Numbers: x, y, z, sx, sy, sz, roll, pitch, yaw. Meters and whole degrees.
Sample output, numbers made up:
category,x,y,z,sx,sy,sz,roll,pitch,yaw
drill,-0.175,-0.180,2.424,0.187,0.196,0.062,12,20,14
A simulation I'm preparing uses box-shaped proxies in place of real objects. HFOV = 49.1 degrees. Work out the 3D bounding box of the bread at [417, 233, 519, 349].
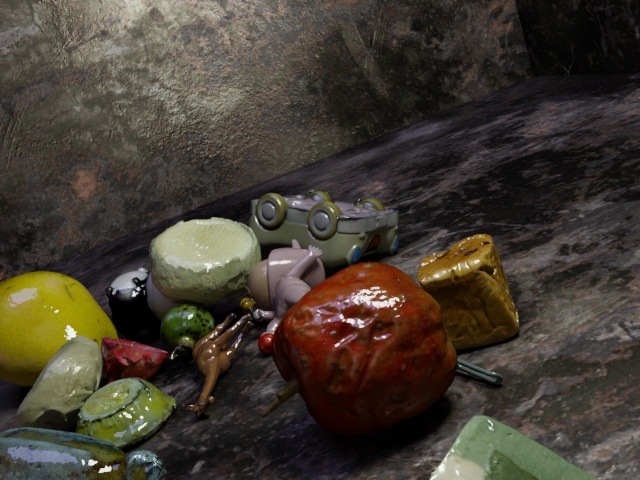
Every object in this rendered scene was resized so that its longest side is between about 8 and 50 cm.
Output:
category,x,y,z,sx,sy,sz,roll,pitch,yaw
bread,0.248,0.089,1.191,0.143,0.158,0.149,-20,17,14

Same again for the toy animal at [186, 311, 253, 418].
category,x,y,z,sx,sy,sz,roll,pitch,yaw
toy animal,-0.201,0.238,1.355,0.230,0.066,0.224,-50,20,-27

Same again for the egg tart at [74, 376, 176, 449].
category,x,y,z,sx,sy,sz,roll,pitch,yaw
egg tart,-0.370,0.319,1.286,0.197,0.078,0.197,-19,19,7

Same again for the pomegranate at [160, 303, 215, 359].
category,x,y,z,sx,sy,sz,roll,pitch,yaw
pomegranate,-0.286,0.204,1.503,0.122,0.122,0.161,-17,30,9

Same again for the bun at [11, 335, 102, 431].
category,x,y,z,sx,sy,sz,roll,pitch,yaw
bun,-0.497,0.298,1.364,0.210,0.116,0.237,-45,17,58

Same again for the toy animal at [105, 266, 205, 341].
category,x,y,z,sx,sy,sz,roll,pitch,yaw
toy animal,-0.392,0.137,1.729,0.235,0.165,0.187,-19,14,4

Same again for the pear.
category,x,y,z,sx,sy,sz,roll,pitch,yaw
pear,-0.639,0.224,1.628,0.284,0.285,0.336,-28,58,-27

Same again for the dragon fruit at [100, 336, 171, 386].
category,x,y,z,sx,sy,sz,roll,pitch,yaw
dragon fruit,-0.400,0.270,1.476,0.153,0.111,0.153,15,-4,1

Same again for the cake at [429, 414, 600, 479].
category,x,y,z,sx,sy,sz,roll,pitch,yaw
cake,0.220,0.269,0.624,0.283,0.172,0.158,-3,25,40

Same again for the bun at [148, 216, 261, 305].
category,x,y,z,sx,sy,sz,roll,pitch,yaw
bun,-0.261,0.061,1.593,0.259,0.152,0.259,2,31,-1

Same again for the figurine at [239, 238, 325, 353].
category,x,y,z,sx,sy,sz,roll,pitch,yaw
figurine,-0.079,0.107,1.489,0.186,0.176,0.287,1,30,-3

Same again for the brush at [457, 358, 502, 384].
category,x,y,z,sx,sy,sz,roll,pitch,yaw
brush,0.185,0.188,1.132,0.027,0.062,0.266,-43,29,-21

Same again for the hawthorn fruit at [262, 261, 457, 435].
category,x,y,z,sx,sy,sz,roll,pitch,yaw
hawthorn fruit,0.064,0.158,1.034,0.261,0.258,0.258,4,3,-31

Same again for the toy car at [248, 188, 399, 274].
category,x,y,z,sx,sy,sz,roll,pitch,yaw
toy car,0.000,0.000,1.711,0.335,0.227,0.242,13,14,33

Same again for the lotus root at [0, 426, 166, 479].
category,x,y,z,sx,sy,sz,roll,pitch,yaw
lotus root,-0.388,0.367,1.056,0.322,0.140,0.158,3,-3,11
